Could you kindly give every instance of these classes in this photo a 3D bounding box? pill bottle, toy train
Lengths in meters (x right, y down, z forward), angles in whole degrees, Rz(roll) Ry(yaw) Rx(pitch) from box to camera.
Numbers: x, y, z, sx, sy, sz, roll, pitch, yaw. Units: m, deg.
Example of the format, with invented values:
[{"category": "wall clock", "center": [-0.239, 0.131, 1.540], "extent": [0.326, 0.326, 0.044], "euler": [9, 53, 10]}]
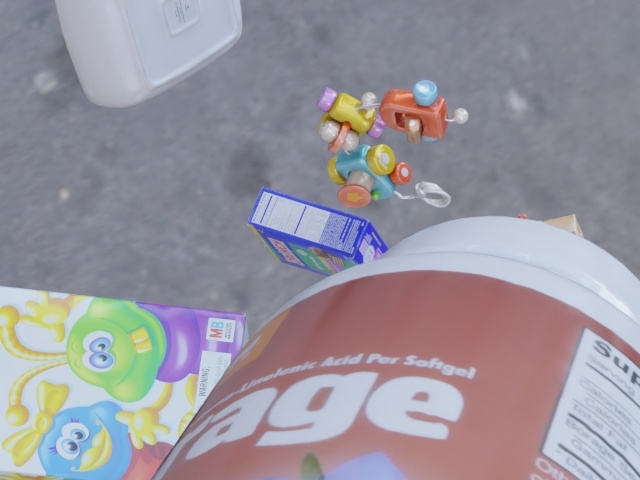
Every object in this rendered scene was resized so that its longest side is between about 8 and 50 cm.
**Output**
[{"category": "pill bottle", "center": [0.019, 0.075, 0.404], "extent": [0.121, 0.121, 0.216], "euler": [58, 25, -11]}, {"category": "toy train", "center": [0.054, -0.068, 1.581], "extent": [0.125, 0.166, 0.046], "euler": [15, 59, 14]}]

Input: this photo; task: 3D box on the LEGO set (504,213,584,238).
[{"category": "LEGO set", "center": [0.145, 0.037, 2.039], "extent": [0.132, 0.287, 0.107], "euler": [42, 24, -5]}]

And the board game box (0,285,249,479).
[{"category": "board game box", "center": [-0.198, 0.125, 1.476], "extent": [0.275, 0.142, 0.144], "euler": [6, 70, 2]}]

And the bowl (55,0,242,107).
[{"category": "bowl", "center": [-0.116, -0.173, 1.422], "extent": [0.142, 0.053, 0.142], "euler": [-34, 128, -29]}]

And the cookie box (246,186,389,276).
[{"category": "cookie box", "center": [0.000, 0.000, 1.739], "extent": [0.040, 0.107, 0.092], "euler": [-66, 156, -14]}]
